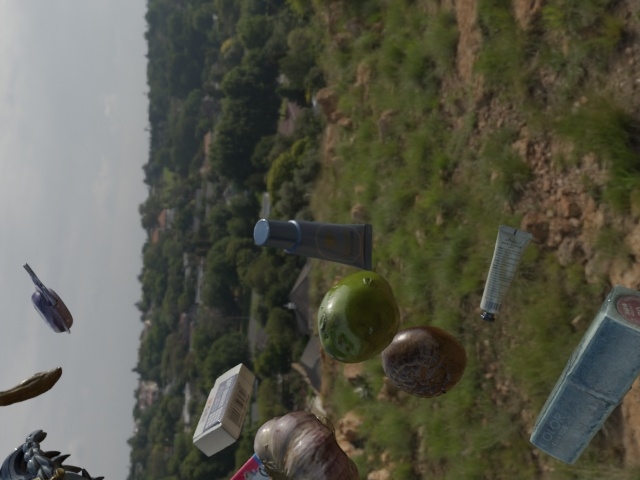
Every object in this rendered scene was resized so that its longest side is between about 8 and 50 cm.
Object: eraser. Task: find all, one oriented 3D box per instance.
[{"bbox_3d":[-0.286,0.508,1.807,0.124,0.081,0.279,-36,18,22],"label":"eraser"}]

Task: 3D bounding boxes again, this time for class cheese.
[{"bbox_3d":[-0.487,0.116,1.069,0.105,0.042,0.191,45,152,12],"label":"cheese"}]

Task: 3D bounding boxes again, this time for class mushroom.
[{"bbox_3d":[0.307,0.358,1.766,0.153,0.253,0.253,-77,2,-53],"label":"mushroom"}]

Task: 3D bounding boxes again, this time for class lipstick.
[{"bbox_3d":[0.362,0.191,0.794,0.076,0.077,0.289,-44,-28,-43],"label":"lipstick"}]

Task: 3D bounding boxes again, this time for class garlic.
[{"bbox_3d":[-0.019,0.438,1.185,0.245,0.160,0.245,28,137,29],"label":"garlic"}]

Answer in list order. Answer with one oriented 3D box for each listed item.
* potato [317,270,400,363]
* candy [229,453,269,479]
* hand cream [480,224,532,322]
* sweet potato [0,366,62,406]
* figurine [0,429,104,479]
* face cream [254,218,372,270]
[{"bbox_3d":[0.091,0.173,1.365,0.148,0.186,0.253,110,-175,-45],"label":"potato"},{"bbox_3d":[-0.188,0.639,1.428,0.100,0.306,0.157,42,170,24],"label":"candy"},{"bbox_3d":[0.434,0.083,1.426,0.050,0.080,0.234,-58,-17,-77],"label":"hand cream"},{"bbox_3d":[-0.704,0.356,1.415,0.054,0.182,0.053,11,111,35],"label":"sweet potato"},{"bbox_3d":[-0.463,0.439,0.989,0.175,0.265,0.197,-52,-23,-28],"label":"figurine"},{"bbox_3d":[0.000,0.000,1.585,0.086,0.385,0.135,-9,77,50],"label":"face cream"}]
